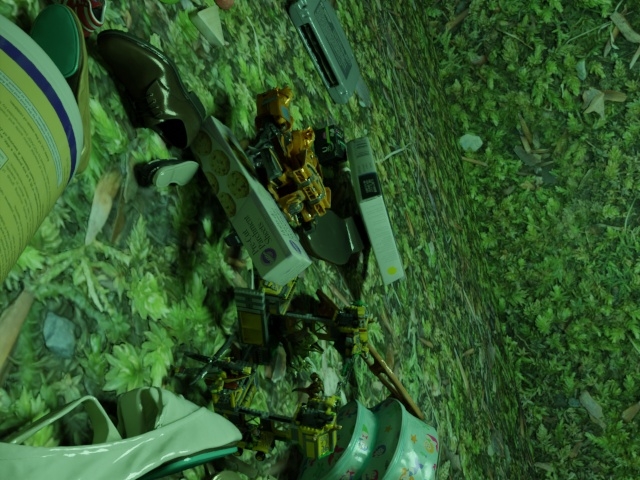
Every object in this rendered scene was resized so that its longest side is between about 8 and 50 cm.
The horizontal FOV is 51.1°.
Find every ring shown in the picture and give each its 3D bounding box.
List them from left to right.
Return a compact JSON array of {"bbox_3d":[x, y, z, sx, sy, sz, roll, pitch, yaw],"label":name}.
[{"bbox_3d":[0.089,0.237,1.354,0.336,0.032,0.336,50,-7,9],"label":"ring"}]

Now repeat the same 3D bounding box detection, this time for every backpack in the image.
[{"bbox_3d":[0.085,0.404,1.210,0.191,0.254,0.225,44,36,-15],"label":"backpack"}]

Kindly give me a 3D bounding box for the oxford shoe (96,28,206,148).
[{"bbox_3d":[-0.260,-0.228,1.034,0.227,0.083,0.096,47,42,-43],"label":"oxford shoe"}]

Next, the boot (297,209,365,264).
[{"bbox_3d":[0.000,0.000,1.385,0.305,0.115,0.112,-5,85,-71],"label":"boot"}]

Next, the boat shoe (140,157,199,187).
[{"bbox_3d":[-0.238,-0.111,1.064,0.046,0.038,0.125,-64,166,22],"label":"boat shoe"}]

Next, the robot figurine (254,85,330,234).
[{"bbox_3d":[-0.051,-0.148,1.199,0.211,0.085,0.290,57,13,-40],"label":"robot figurine"}]

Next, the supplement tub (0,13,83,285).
[{"bbox_3d":[-0.364,-0.028,0.534,0.241,0.241,0.331,56,31,-35],"label":"supplement tub"}]

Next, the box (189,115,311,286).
[{"bbox_3d":[-0.124,-0.071,1.089,0.063,0.067,0.324,30,24,-57],"label":"box"}]

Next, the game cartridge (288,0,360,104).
[{"bbox_3d":[0.017,-0.531,1.784,0.294,0.060,0.196,60,33,-30],"label":"game cartridge"}]

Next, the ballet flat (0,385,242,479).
[{"bbox_3d":[-0.236,0.241,0.799,0.400,0.139,0.139,0,77,-60],"label":"ballet flat"}]

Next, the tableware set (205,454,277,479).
[{"bbox_3d":[-0.122,0.416,1.031,0.194,0.039,0.128,46,50,-36],"label":"tableware set"}]

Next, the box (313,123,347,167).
[{"bbox_3d":[0.024,-0.229,1.627,0.052,0.062,0.083,19,59,-60],"label":"box"}]

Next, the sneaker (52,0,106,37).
[{"bbox_3d":[-0.345,-0.347,0.937,0.118,0.067,0.042,67,27,-18],"label":"sneaker"}]

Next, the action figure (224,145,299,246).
[{"bbox_3d":[-0.105,-0.073,1.253,0.185,0.099,0.285,51,20,-30],"label":"action figure"}]

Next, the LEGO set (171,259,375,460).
[{"bbox_3d":[-0.048,0.159,1.057,0.331,0.255,0.192,-54,150,-47],"label":"LEGO set"}]

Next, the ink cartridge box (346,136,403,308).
[{"bbox_3d":[0.137,-0.048,1.608,0.303,0.072,0.307,-98,169,-56],"label":"ink cartridge box"}]

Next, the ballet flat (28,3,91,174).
[{"bbox_3d":[-0.342,-0.195,0.884,0.073,0.080,0.232,89,-4,-77],"label":"ballet flat"}]

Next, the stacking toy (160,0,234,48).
[{"bbox_3d":[-0.210,-0.545,1.240,0.309,0.131,0.279,35,47,-53],"label":"stacking toy"}]
